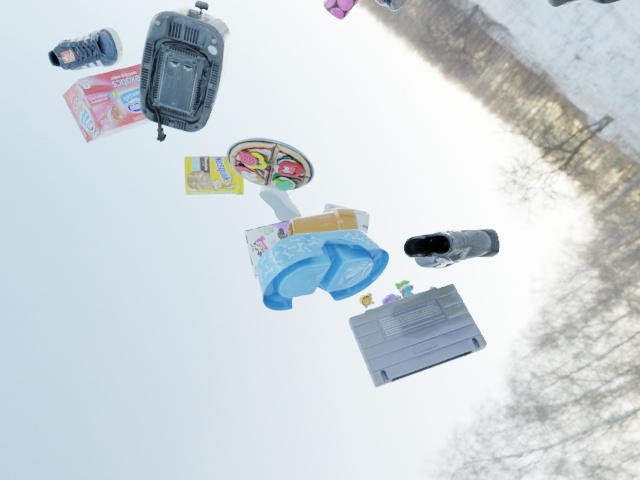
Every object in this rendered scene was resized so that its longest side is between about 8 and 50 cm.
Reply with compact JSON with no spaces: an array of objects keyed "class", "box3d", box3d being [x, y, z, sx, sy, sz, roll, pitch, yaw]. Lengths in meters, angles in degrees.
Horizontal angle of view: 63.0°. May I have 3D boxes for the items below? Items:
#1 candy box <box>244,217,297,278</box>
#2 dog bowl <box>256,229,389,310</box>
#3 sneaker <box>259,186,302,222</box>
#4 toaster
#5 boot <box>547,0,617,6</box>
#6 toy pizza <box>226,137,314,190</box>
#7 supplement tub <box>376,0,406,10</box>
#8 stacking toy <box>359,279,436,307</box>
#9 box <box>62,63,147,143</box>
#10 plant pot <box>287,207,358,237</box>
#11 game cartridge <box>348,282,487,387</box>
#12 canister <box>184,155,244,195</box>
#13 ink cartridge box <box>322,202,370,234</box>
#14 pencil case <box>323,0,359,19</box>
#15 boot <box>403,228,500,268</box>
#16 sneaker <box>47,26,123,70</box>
[{"class":"candy box","box3d":[-0.143,0.028,1.758,0.070,0.196,0.164,95,161,-76]},{"class":"dog bowl","box3d":[0.003,0.054,1.062,0.297,0.166,0.074,-5,-131,-36]},{"class":"sneaker","box3d":[-0.137,-0.185,2.080,0.292,0.108,0.169,55,-142,-54]},{"class":"toaster","box3d":[-0.232,-0.294,0.909,0.129,0.227,0.146,15,-148,-8]},{"class":"boot","box3d":[0.645,-0.594,1.170,0.115,0.112,0.305,-13,-159,-6]},{"class":"toy pizza","box3d":[-0.113,-0.160,1.167,0.201,0.201,0.032,24,-117,-29]},{"class":"supplement tub","box3d":[0.199,-0.837,1.687,0.106,0.106,0.198,-7,-120,-55]},{"class":"stacking toy","box3d":[0.268,0.188,1.799,0.221,0.052,0.167,-24,-161,-26]},{"class":"box","box3d":[-0.551,-0.407,1.508,0.300,0.142,0.154,-34,-73,-39]},{"class":"plant pot","box3d":[0.000,0.000,1.586,0.188,0.205,0.205,1,-141,-11]},{"class":"game cartridge","box3d":[0.285,0.276,1.567,0.355,0.068,0.230,-17,-127,-9]},{"class":"canister","box3d":[-0.318,-0.195,1.558,0.170,0.073,0.126,-3,-110,-12]},{"class":"ink cartridge box","box3d":[0.091,-0.023,2.241,0.211,0.121,0.289,14,-146,2]},{"class":"pencil case","box3d":[0.089,-0.790,1.631,0.098,0.209,0.095,-19,-105,-40]},{"class":"boot","box3d":[0.326,0.018,1.524,0.223,0.338,0.118,-1,-102,-29]},{"class":"sneaker","box3d":[-0.830,-0.655,1.826,0.148,0.350,0.131,-35,-62,-43]}]
